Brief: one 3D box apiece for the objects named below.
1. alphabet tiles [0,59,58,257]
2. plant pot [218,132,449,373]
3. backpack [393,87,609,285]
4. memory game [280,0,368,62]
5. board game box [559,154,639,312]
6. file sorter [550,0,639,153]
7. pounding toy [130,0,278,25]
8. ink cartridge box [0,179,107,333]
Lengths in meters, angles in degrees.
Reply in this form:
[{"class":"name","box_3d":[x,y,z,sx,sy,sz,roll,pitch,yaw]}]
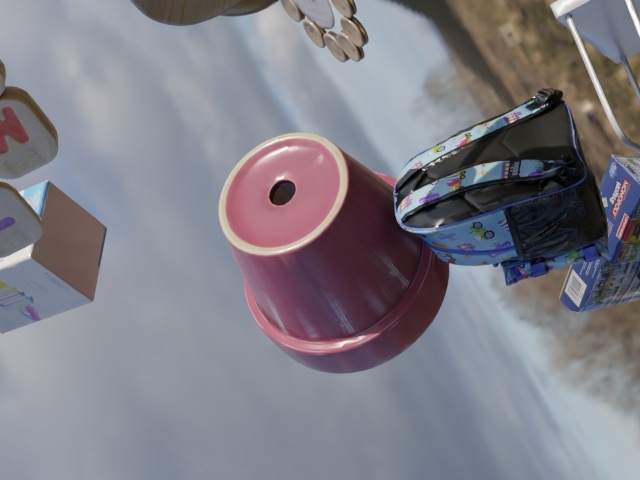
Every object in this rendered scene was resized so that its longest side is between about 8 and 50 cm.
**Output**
[{"class":"alphabet tiles","box_3d":[-0.343,-0.050,1.034,0.278,0.284,0.021,57,-169,-43]},{"class":"plant pot","box_3d":[0.000,0.000,1.328,0.180,0.201,0.201,50,-167,-53]},{"class":"backpack","box_3d":[0.158,-0.036,1.269,0.158,0.173,0.117,-91,-22,-55]},{"class":"memory game","box_3d":[-0.014,-0.257,1.436,0.186,0.012,0.186,49,167,15]},{"class":"board game box","box_3d":[0.368,-0.009,1.492,0.060,0.194,0.194,55,145,41]},{"class":"file sorter","box_3d":[0.422,-0.214,1.471,0.193,0.277,0.173,16,-128,-57]},{"class":"pounding toy","box_3d":[-0.100,-0.256,0.978,0.155,0.154,0.269,47,150,36]},{"class":"ink cartridge box","box_3d":[-0.295,0.021,1.380,0.090,0.143,0.092,41,-139,-41]}]
